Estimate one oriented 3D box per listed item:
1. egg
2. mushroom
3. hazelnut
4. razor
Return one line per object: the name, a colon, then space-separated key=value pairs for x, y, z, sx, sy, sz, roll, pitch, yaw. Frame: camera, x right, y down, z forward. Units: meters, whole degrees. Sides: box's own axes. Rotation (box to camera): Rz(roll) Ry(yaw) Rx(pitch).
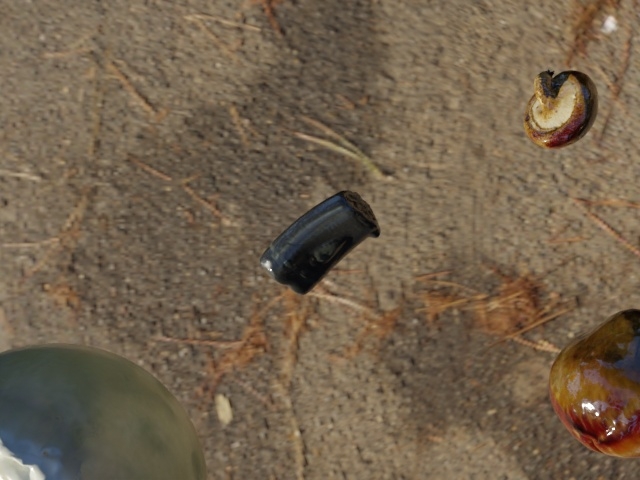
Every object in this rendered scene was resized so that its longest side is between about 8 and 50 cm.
egg: x=-0.153 y=0.151 z=0.720 sx=0.183 sy=0.217 sz=0.183 roll=0 pitch=90 yaw=21
mushroom: x=0.355 y=-0.192 z=1.792 sx=0.127 sy=0.087 sz=0.127 roll=-32 pitch=48 yaw=44
hazelnut: x=0.447 y=0.216 z=1.742 sx=0.229 sy=0.229 sz=0.229 roll=0 pitch=91 yaw=27
razor: x=0.000 y=0.000 z=1.500 sx=0.148 sy=0.090 sz=0.054 roll=-41 pitch=49 yaw=15
